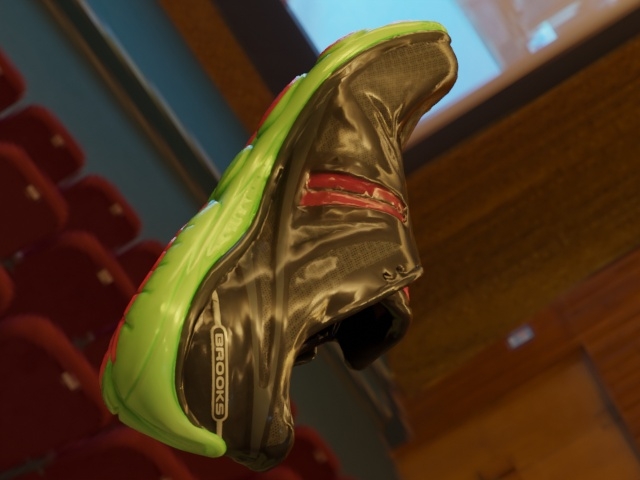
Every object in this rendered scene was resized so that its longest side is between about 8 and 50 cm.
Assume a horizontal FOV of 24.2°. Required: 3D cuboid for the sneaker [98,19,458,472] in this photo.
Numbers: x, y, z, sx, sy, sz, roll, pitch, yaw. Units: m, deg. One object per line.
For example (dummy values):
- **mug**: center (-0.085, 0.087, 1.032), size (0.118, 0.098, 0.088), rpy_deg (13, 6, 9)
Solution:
- **sneaker**: center (0.000, 0.000, 1.273), size (0.202, 0.483, 0.185), rpy_deg (35, -31, -3)
